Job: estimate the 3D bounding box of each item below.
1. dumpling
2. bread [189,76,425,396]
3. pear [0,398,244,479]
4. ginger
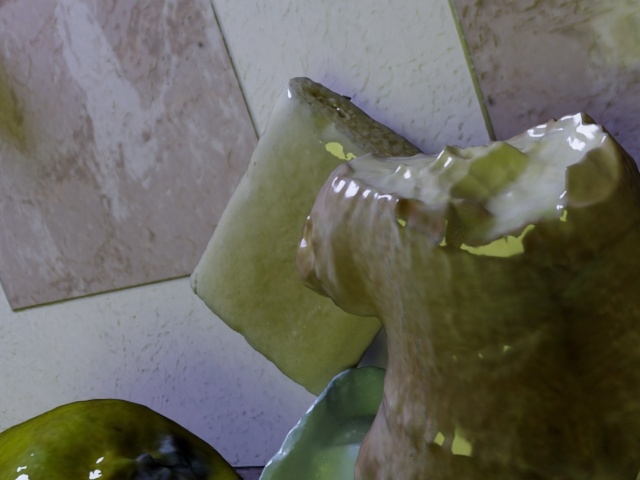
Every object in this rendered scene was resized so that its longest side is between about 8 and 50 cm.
[{"bbox_3d":[0.025,0.190,0.636,0.152,0.108,0.219,-10,96,-6],"label":"dumpling"},{"bbox_3d":[0.001,0.000,0.616,0.139,0.060,0.178,40,125,12],"label":"bread"},{"bbox_3d":[-0.171,0.315,0.691,0.351,0.352,0.414,27,126,22],"label":"pear"},{"bbox_3d":[0.085,0.056,0.511,0.221,0.130,0.276,22,114,-1],"label":"ginger"}]
